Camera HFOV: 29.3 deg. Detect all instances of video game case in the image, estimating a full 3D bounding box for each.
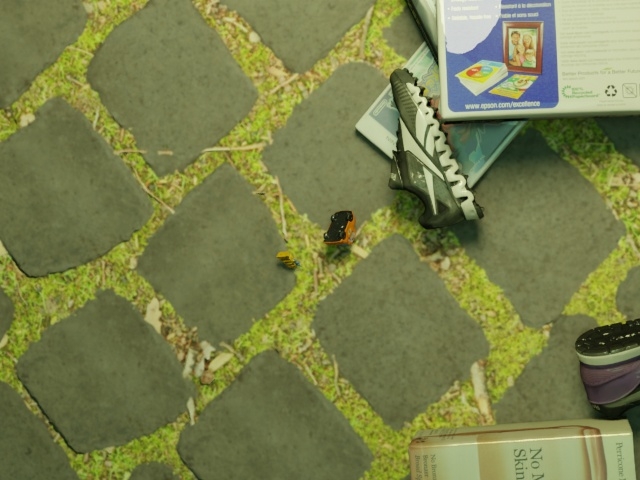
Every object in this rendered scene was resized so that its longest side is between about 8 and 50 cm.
[{"bbox_3d":[0.179,-0.177,1.711,0.183,0.023,0.201,41,98,6],"label":"video game case"}]

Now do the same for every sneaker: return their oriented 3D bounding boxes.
[{"bbox_3d":[0.492,0.163,1.645,0.283,0.107,0.124,-12,108,12],"label":"sneaker"},{"bbox_3d":[0.130,-0.118,1.672,0.106,0.078,0.234,-25,90,9],"label":"sneaker"}]

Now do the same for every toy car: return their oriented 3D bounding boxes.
[{"bbox_3d":[0.000,0.000,1.755,0.122,0.060,0.040,-19,133,27],"label":"toy car"}]

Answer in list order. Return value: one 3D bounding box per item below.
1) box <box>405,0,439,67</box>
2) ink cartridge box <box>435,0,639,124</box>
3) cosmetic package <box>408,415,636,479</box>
[{"bbox_3d":[0.233,-0.353,1.662,0.232,0.059,0.183,-26,88,1],"label":"box"},{"bbox_3d":[0.301,-0.311,1.597,0.303,0.072,0.307,-2,87,2],"label":"ink cartridge box"},{"bbox_3d":[0.276,0.328,1.660,0.296,0.129,0.153,-7,90,10],"label":"cosmetic package"}]
